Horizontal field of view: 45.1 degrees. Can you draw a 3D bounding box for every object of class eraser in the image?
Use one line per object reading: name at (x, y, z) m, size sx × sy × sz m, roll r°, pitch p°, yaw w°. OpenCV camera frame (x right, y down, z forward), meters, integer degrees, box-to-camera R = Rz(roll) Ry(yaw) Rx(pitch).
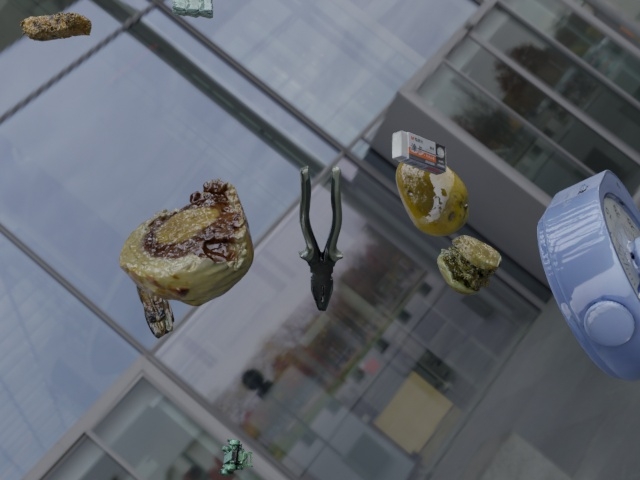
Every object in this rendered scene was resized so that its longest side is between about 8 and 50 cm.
eraser at (0.180, -0.158, 1.401) m, size 0.029 × 0.122 × 0.052 m, roll -16°, pitch 67°, yaw 46°

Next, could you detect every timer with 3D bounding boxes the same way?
timer at (0.556, 0.073, 1.409) m, size 0.173 × 0.395 × 0.395 m, roll -27°, pitch 7°, yaw 32°

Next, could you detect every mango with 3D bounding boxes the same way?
mango at (0.227, -0.096, 1.606) m, size 0.098 × 0.195 × 0.137 m, roll -4°, pitch -45°, yaw -56°

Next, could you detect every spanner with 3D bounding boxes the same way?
spanner at (0.000, 0.000, 1.634) m, size 0.040 × 0.096 × 0.324 m, roll -86°, pitch -5°, yaw -70°

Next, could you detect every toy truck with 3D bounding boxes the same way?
toy truck at (-0.220, 0.576, 2.033) m, size 0.154 × 0.078 × 0.080 m, roll 122°, pitch 155°, yaw -63°

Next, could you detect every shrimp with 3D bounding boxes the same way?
shrimp at (-0.389, 0.133, 1.824) m, size 0.058 × 0.253 × 0.173 m, roll -22°, pitch -30°, yaw -3°

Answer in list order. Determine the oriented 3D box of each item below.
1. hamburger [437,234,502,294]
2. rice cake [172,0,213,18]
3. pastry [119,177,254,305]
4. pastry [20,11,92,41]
hamburger at (0.398, 0.064, 2.090) m, size 0.131 × 0.159 × 0.185 m, roll -59°, pitch -10°, yaw 26°
rice cake at (-0.352, -0.708, 2.120) m, size 0.038 × 0.124 × 0.211 m, roll 104°, pitch 167°, yaw -66°
pastry at (-0.229, 0.029, 1.419) m, size 0.237 × 0.170 × 0.256 m, roll -25°, pitch 35°, yaw 3°
pastry at (-0.574, -0.464, 1.678) m, size 0.080 × 0.140 × 0.056 m, roll -2°, pitch -87°, yaw -69°
